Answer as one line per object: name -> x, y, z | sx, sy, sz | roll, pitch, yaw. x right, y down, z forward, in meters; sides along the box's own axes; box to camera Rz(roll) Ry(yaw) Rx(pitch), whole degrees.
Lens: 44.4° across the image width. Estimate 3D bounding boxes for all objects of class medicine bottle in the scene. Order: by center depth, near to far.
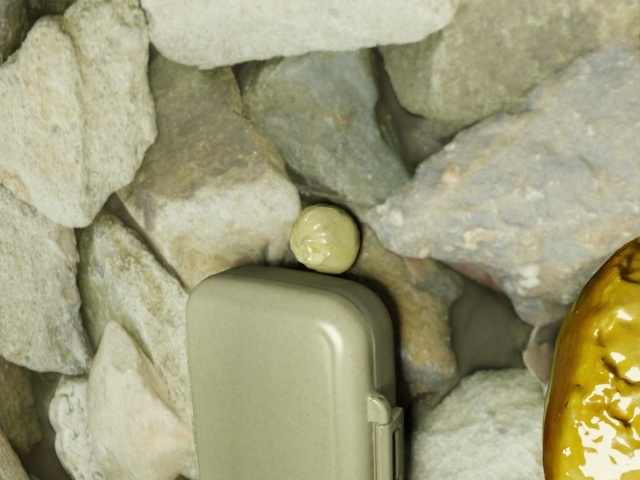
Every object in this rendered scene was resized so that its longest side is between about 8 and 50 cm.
medicine bottle -> -0.033, 0.219, 0.931 | 0.282, 0.123, 0.375 | 8, 108, 32

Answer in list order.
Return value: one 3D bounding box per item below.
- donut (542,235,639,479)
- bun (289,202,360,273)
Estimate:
donut -> 0.269, 0.118, 0.588 | 0.160, 0.330, 0.330 | 21, 114, 35
bun -> 0.000, 0.000, 0.890 | 0.086, 0.055, 0.086 | 11, 110, 32
